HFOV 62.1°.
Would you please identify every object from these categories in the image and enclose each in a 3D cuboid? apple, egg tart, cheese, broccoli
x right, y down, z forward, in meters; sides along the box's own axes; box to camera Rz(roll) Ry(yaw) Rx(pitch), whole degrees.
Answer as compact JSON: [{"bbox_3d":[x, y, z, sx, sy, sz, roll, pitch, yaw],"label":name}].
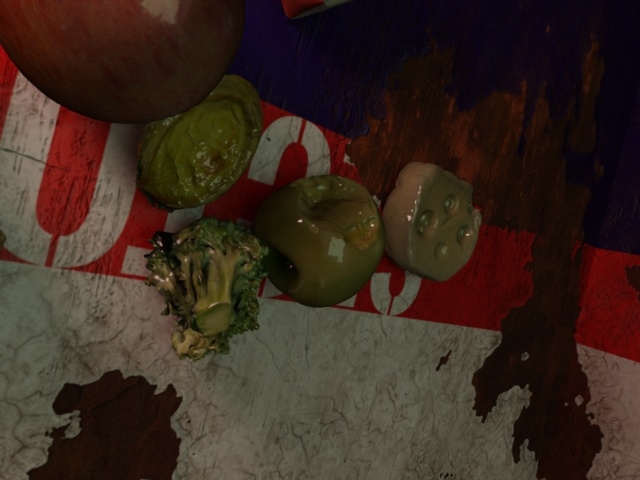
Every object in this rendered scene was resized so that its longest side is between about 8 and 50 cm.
[{"bbox_3d":[-0.269,-0.308,0.741,0.345,0.345,0.269,-30,121,-31],"label":"apple"},{"bbox_3d":[0.000,0.000,1.086,0.279,0.279,0.279,-10,106,-38],"label":"apple"},{"bbox_3d":[-0.218,-0.177,0.942,0.279,0.095,0.279,-38,150,-27],"label":"egg tart"},{"bbox_3d":[0.297,-0.055,1.410,0.318,0.115,0.326,-28,117,-32],"label":"cheese"},{"bbox_3d":[-0.209,0.091,0.939,0.247,0.243,0.263,39,94,-22],"label":"broccoli"}]

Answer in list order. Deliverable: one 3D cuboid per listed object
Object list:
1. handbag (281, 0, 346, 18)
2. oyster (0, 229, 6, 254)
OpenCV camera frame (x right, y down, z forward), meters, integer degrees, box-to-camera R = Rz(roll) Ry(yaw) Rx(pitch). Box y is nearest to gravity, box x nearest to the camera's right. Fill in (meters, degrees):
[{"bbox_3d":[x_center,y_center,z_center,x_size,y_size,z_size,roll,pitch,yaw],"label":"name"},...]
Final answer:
[{"bbox_3d":[-0.015,-0.600,1.011,0.171,0.151,0.298,-30,114,-25],"label":"handbag"},{"bbox_3d":[-0.574,0.117,0.726,0.341,0.110,0.166,-36,115,-13],"label":"oyster"}]
